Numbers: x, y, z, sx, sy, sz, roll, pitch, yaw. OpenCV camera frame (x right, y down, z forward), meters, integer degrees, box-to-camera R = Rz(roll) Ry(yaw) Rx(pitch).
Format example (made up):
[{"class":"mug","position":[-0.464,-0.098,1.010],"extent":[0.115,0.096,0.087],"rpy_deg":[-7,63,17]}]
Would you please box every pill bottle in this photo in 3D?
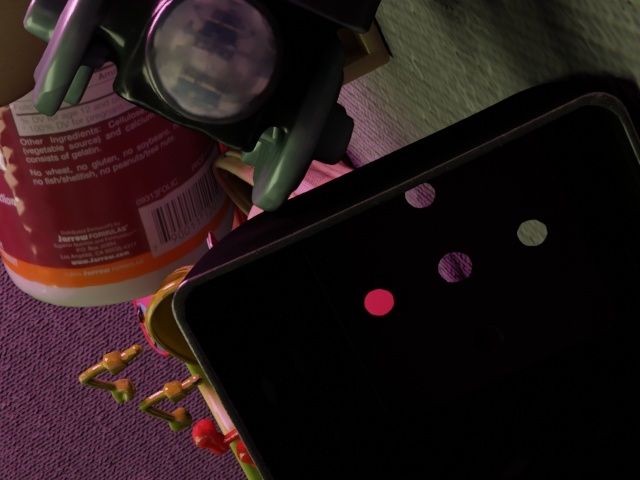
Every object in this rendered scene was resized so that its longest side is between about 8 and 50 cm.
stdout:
[{"class":"pill bottle","position":[-0.221,-0.157,1.718],"extent":[0.224,0.224,0.392],"rpy_deg":[-125,19,-55]}]

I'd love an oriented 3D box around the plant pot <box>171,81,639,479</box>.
[{"class":"plant pot","position":[0.062,0.038,0.833],"extent":[0.187,0.188,0.167],"rpy_deg":[63,-174,-16]}]

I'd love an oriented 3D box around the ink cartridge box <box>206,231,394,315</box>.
[{"class":"ink cartridge box","position":[0.059,0.146,1.319],"extent":[0.272,0.130,0.309],"rpy_deg":[58,-172,-47]}]

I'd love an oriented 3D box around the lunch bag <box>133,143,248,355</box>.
[{"class":"lunch bag","position":[-0.117,-0.040,2.003],"extent":[0.293,0.120,0.258],"rpy_deg":[-42,63,55]}]

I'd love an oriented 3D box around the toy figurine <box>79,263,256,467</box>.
[{"class":"toy figurine","position":[-0.041,0.066,1.794],"extent":[0.362,0.191,0.217],"rpy_deg":[28,-139,-34]}]

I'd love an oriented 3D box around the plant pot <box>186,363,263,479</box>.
[{"class":"plant pot","position":[-0.027,0.153,2.188],"extent":[0.228,0.207,0.227],"rpy_deg":[59,174,39]}]

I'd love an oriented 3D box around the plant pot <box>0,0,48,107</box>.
[{"class":"plant pot","position":[-0.208,-0.191,1.096],"extent":[0.256,0.256,0.274],"rpy_deg":[60,161,20]}]

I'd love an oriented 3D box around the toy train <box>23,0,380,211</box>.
[{"class":"toy train","position":[-0.032,-0.128,0.861],"extent":[0.142,0.190,0.334],"rpy_deg":[24,-174,-7]}]

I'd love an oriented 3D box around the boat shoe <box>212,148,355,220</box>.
[{"class":"boat shoe","position":[0.000,0.000,1.612],"extent":[0.122,0.110,0.341],"rpy_deg":[65,175,-30]}]

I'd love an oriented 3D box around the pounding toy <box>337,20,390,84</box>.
[{"class":"pounding toy","position":[-0.056,-0.146,1.202],"extent":[0.130,0.141,0.100],"rpy_deg":[64,176,-23]}]
